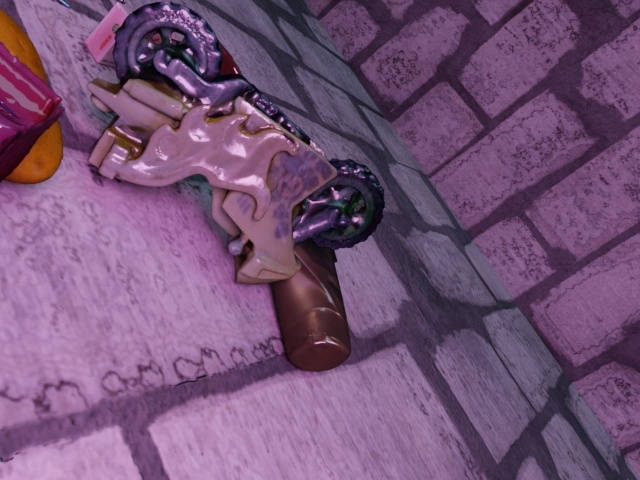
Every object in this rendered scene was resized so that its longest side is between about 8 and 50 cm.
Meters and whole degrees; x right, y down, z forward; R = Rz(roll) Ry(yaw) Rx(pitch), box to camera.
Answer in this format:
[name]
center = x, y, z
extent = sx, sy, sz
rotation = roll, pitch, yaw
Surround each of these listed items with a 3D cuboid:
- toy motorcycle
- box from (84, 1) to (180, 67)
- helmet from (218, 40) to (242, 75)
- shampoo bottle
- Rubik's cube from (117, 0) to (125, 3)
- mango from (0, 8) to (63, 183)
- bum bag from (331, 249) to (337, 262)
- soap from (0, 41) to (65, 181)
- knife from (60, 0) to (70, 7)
[toy motorcycle]
center = -0.113, -0.096, 0.756
extent = 0.410, 0.237, 0.169
rotation = 41, 9, -21
[box]
center = -0.296, -0.316, 0.927
extent = 0.043, 0.089, 0.125
rotation = 55, 23, 9
[helmet]
center = -0.210, -0.266, 0.983
extent = 0.155, 0.106, 0.175
rotation = -80, 150, -48
[shampoo bottle]
center = -0.026, 0.044, 0.908
extent = 0.125, 0.084, 0.350
rotation = 33, 28, -35
[Rubik's cube]
center = -0.440, -0.576, 1.123
extent = 0.178, 0.211, 0.190
rotation = 18, 1, -23
[mango]
center = -0.328, -0.153, 0.569
extent = 0.227, 0.109, 0.147
rotation = 53, 19, 1
[bum bag]
center = -0.001, 0.001, 1.095
extent = 0.058, 0.034, 0.124
rotation = 28, 29, -28
[soap]
center = -0.346, -0.131, 0.438
extent = 0.250, 0.162, 0.099
rotation = 43, 28, -17
[knife]
center = -0.426, -0.391, 0.896
extent = 0.091, 0.005, 0.014
rotation = 37, 24, -33
